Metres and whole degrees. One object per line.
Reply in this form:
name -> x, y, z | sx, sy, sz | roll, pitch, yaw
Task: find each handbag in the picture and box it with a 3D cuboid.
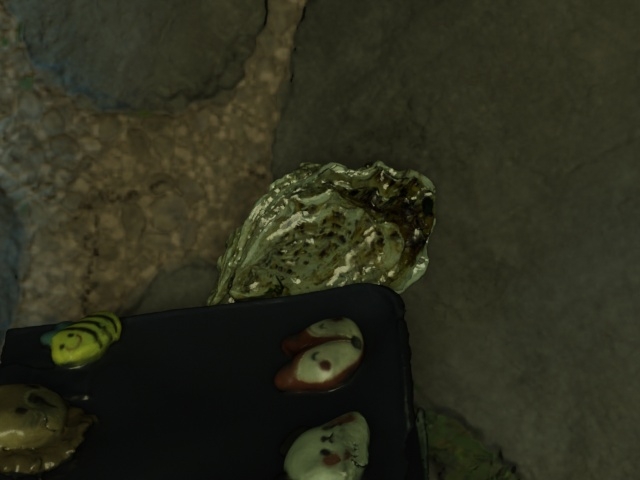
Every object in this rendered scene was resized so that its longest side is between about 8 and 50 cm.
handbag -> -0.092, 0.150, 1.330 | 0.329, 0.303, 0.122 | -4, 118, 3

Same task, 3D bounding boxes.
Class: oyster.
oyster -> 0.000, 0.000, 1.461 | 0.177, 0.064, 0.125 | -6, 103, -9
